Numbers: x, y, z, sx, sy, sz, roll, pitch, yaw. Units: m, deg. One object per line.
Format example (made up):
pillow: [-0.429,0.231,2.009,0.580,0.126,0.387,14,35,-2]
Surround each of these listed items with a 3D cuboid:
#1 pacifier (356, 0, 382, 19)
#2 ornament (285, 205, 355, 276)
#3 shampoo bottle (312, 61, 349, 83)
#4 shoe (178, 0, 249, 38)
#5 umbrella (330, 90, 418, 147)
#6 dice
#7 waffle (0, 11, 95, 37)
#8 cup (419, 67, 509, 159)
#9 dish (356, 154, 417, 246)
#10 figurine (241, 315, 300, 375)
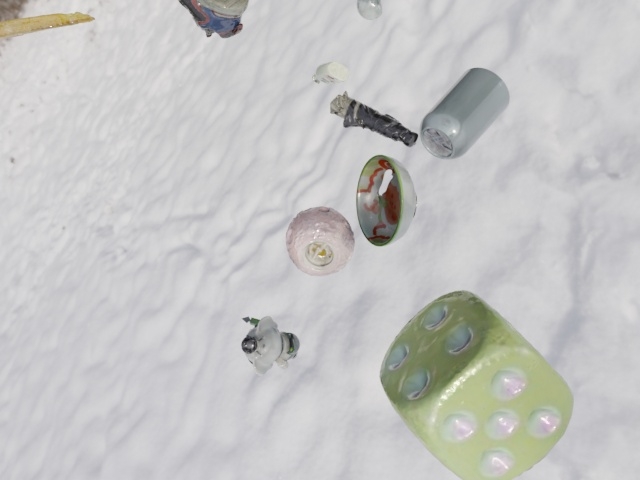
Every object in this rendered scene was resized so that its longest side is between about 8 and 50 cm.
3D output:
pacifier: [0.209,-0.872,1.700,0.343,0.288,0.269,23,95,67]
ornament: [0.000,0.000,1.839,0.259,0.259,0.225,-42,22,23]
shampoo bottle: [0.016,-0.492,1.490,0.152,0.077,0.045,21,93,58]
shoe: [-0.241,-0.501,1.063,0.228,0.125,0.099,33,68,18]
umbrella: [0.190,-0.423,1.826,0.358,0.106,0.113,33,50,22]
dice: [0.279,0.266,0.934,0.250,0.254,0.252,-44,17,5]
waffle: [-0.578,-0.450,1.054,0.191,0.032,0.125,-19,24,-22]
cup: [0.500,-0.443,1.791,0.312,0.205,0.205,-46,29,-20]
dish: [0.253,-0.141,1.792,0.324,0.124,0.323,178,90,-66]
figurine: [-0.131,0.264,1.262,0.126,0.192,0.147,-8,72,28]
